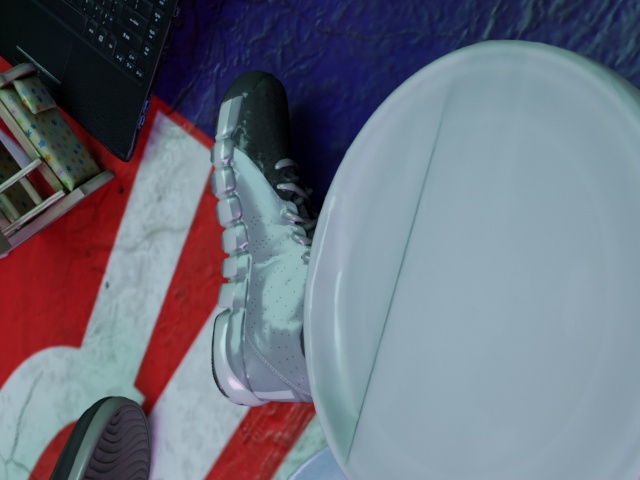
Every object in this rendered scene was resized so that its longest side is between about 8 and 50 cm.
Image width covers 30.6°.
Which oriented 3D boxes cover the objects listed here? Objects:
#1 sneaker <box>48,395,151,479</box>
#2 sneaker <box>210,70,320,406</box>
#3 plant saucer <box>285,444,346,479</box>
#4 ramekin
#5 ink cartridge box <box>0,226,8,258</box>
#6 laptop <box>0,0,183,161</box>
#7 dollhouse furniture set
[{"bbox_3d":[-0.209,0.207,0.864,0.118,0.083,0.222,20,94,31],"label":"sneaker"},{"bbox_3d":[0.000,0.000,0.783,0.132,0.086,0.229,2,93,26],"label":"sneaker"},{"bbox_3d":[0.047,0.219,0.739,0.195,0.037,0.195,-4,81,29],"label":"plant saucer"},{"bbox_3d":[0.120,0.035,0.636,0.273,0.127,0.273,-12,74,49],"label":"ramekin"},{"bbox_3d":[-0.346,-0.056,0.921,0.082,0.190,0.140,-21,72,27],"label":"ink cartridge box"},{"bbox_3d":[-0.217,-0.225,0.860,0.234,0.136,0.264,39,119,33],"label":"laptop"},{"bbox_3d":[-0.263,-0.080,0.856,0.101,0.161,0.182,-33,97,22],"label":"dollhouse furniture set"}]
